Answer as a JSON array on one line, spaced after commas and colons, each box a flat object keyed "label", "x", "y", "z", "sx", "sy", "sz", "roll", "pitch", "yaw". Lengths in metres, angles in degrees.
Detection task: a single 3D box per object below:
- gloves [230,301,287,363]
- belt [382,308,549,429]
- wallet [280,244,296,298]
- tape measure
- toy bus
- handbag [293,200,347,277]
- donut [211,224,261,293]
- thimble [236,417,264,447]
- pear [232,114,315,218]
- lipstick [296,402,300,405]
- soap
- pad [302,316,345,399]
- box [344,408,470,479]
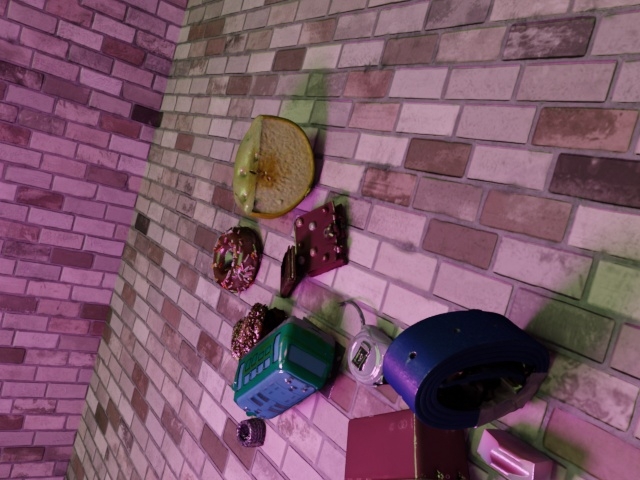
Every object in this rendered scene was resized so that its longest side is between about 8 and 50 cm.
[{"label": "gloves", "x": -0.218, "y": 0.315, "z": 1.963, "sx": 0.210, "sy": 0.135, "sz": 0.312, "roll": -66, "pitch": 10, "yaw": -20}, {"label": "belt", "x": 0.286, "y": 0.250, "z": 1.122, "sx": 0.117, "sy": 0.347, "sz": 0.212, "roll": 42, "pitch": 120, "yaw": 50}, {"label": "wallet", "x": -0.107, "y": 0.105, "z": 1.885, "sx": 0.230, "sy": 0.042, "sz": 0.124, "roll": 111, "pitch": 157, "yaw": -70}, {"label": "tape measure", "x": 0.095, "y": 0.273, "z": 1.599, "sx": 0.330, "sy": 0.084, "sz": 0.164, "roll": 34, "pitch": 103, "yaw": 51}, {"label": "toy bus", "x": -0.120, "y": 0.395, "z": 1.728, "sx": 0.343, "sy": 0.183, "sz": 0.199, "roll": -44, "pitch": 23, "yaw": 39}, {"label": "handbag", "x": -0.003, "y": 0.000, "z": 1.826, "sx": 0.216, "sy": 0.074, "sz": 0.203, "roll": -23, "pitch": 63, "yaw": 50}, {"label": "donut", "x": -0.328, "y": 0.071, "z": 2.224, "sx": 0.270, "sy": 0.103, "sz": 0.269, "roll": -21, "pitch": 62, "yaw": 47}, {"label": "thimble", "x": -0.236, "y": 0.643, "z": 1.950, "sx": 0.104, "sy": 0.066, "sz": 0.095, "roll": 22, "pitch": 100, "yaw": 55}, {"label": "pear", "x": -0.173, "y": -0.242, "z": 2.018, "sx": 0.318, "sy": 0.238, "sz": 0.342, "roll": -174, "pitch": 90, "yaw": -66}, {"label": "lipstick", "x": -0.111, "y": 0.522, "z": 1.841, "sx": 0.131, "sy": 0.038, "sz": 0.038, "roll": -39, "pitch": 50, "yaw": 40}, {"label": "soap", "x": 0.384, "y": 0.429, "z": 1.141, "sx": 0.149, "sy": 0.100, "sz": 0.056, "roll": 20, "pitch": 96, "yaw": 55}, {"label": "pad", "x": -0.017, "y": 0.359, "z": 1.792, "sx": 0.245, "sy": 0.006, "sz": 0.170, "roll": 28, "pitch": 103, "yaw": 53}, {"label": "box", "x": 0.189, "y": 0.485, "z": 1.320, "sx": 0.294, "sy": 0.193, "sz": 0.167, "roll": -29, "pitch": 52, "yaw": 46}]
